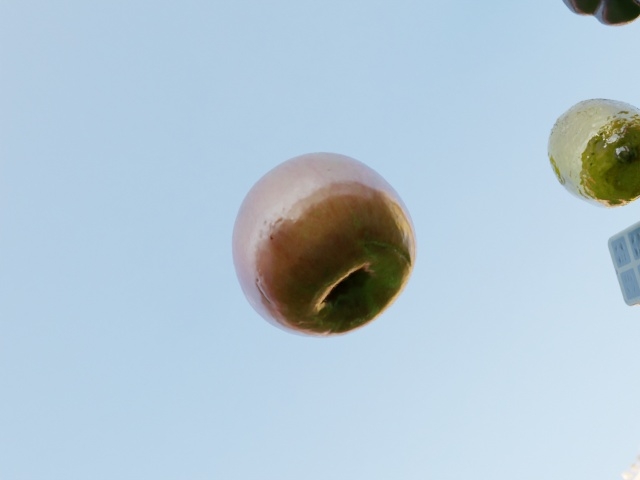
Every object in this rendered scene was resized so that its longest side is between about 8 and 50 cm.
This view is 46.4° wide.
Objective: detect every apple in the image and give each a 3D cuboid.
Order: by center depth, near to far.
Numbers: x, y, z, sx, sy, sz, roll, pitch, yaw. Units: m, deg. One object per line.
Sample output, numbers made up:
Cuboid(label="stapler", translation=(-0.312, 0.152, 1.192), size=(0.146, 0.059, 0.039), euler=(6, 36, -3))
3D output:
Cuboid(label="apple", translation=(0.000, 0.000, 1.458), size=(0.364, 0.364, 0.364), euler=(-12, -58, -20))

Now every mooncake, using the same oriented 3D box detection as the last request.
Cuboid(label="mooncake", translation=(0.578, -0.547, 1.471), size=(0.133, 0.245, 0.245), euler=(-58, -45, -33))

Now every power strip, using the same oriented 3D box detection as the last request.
Cuboid(label="power strip", translation=(0.507, 0.018, 1.090), size=(0.046, 0.270, 0.118), euler=(-6, -104, -8))

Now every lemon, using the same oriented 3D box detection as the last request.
Cuboid(label="lemon", translation=(0.221, -0.071, 0.587), size=(0.082, 0.110, 0.082), euler=(-2, -65, -5))
